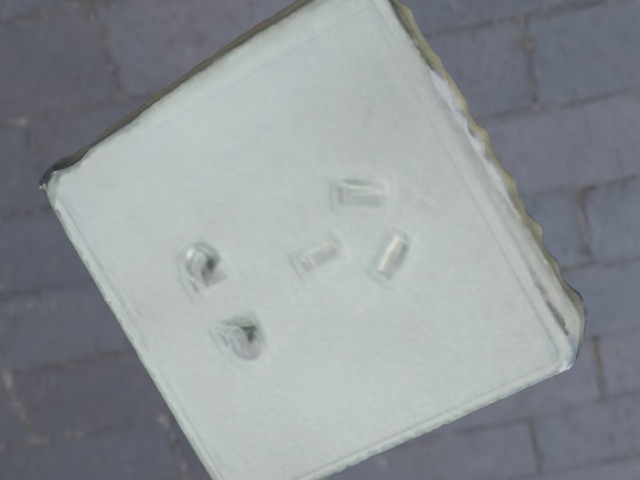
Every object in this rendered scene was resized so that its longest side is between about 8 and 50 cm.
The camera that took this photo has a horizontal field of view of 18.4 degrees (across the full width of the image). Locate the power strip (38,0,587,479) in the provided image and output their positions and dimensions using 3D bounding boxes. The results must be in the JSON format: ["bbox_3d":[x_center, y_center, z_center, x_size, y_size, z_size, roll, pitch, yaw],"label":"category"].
[{"bbox_3d":[0.000,0.000,0.907,0.213,0.064,0.198,-28,92,27],"label":"power strip"}]
